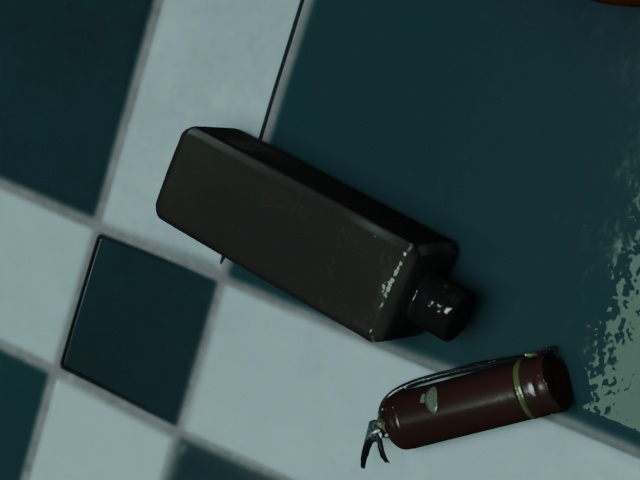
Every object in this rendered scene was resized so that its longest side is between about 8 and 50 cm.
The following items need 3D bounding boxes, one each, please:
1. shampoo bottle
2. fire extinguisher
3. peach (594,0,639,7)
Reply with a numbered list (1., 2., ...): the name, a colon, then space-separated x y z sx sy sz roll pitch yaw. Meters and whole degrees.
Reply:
1. shampoo bottle: 0.000 0.000 1.192 0.246 0.080 0.079 29 106 25
2. fire extinguisher: 0.097 0.116 1.163 0.158 0.043 0.064 -17 53 27
3. peach: 0.187 -0.299 0.955 0.302 0.343 0.342 -22 80 53
